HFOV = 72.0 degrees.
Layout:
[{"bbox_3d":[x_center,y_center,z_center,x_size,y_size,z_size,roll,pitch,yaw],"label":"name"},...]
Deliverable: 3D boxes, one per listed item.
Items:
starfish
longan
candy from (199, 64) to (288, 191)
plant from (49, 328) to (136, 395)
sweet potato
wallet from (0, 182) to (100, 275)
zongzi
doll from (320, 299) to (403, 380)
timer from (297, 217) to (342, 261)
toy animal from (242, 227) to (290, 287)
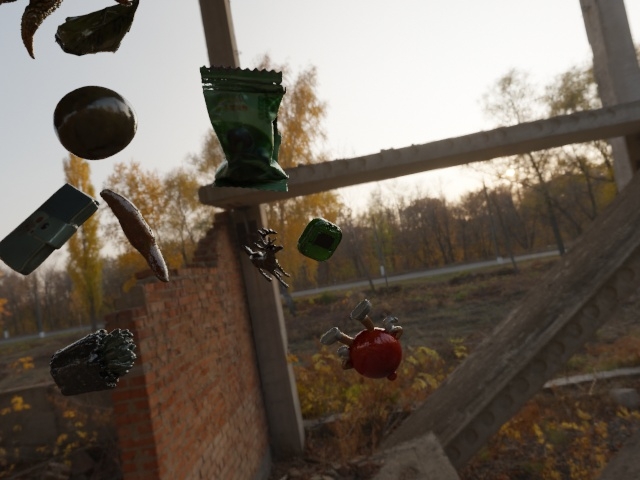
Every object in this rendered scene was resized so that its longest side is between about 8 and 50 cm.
[{"bbox_3d":[-0.590,-0.543,0.884,0.084,0.301,0.293,25,66,40],"label":"starfish"},{"bbox_3d":[-0.526,-0.267,1.040,0.185,0.159,0.204,-31,-15,-37],"label":"longan"},{"bbox_3d":[-0.236,-0.353,1.419,0.263,0.397,0.172,-5,37,-7],"label":"candy"},{"bbox_3d":[-0.562,0.306,1.117,0.195,0.132,0.129,-18,27,-13],"label":"plant"},{"bbox_3d":[-0.428,-0.012,1.042,0.058,0.255,0.078,-31,8,-13],"label":"sweet potato"},{"bbox_3d":[-0.969,-0.048,1.561,0.252,0.360,0.083,22,-25,33],"label":"wallet"},{"bbox_3d":[-0.808,-0.785,1.599,0.275,0.125,0.251,-21,14,39],"label":"zongzi"},{"bbox_3d":[0.127,0.259,1.090,0.183,0.217,0.085,-43,18,8],"label":"doll"},{"bbox_3d":[0.000,0.000,1.361,0.140,0.128,0.047,25,9,-44],"label":"timer"},{"bbox_3d":[-0.207,0.071,1.657,0.244,0.260,0.087,-4,42,43],"label":"toy animal"}]
